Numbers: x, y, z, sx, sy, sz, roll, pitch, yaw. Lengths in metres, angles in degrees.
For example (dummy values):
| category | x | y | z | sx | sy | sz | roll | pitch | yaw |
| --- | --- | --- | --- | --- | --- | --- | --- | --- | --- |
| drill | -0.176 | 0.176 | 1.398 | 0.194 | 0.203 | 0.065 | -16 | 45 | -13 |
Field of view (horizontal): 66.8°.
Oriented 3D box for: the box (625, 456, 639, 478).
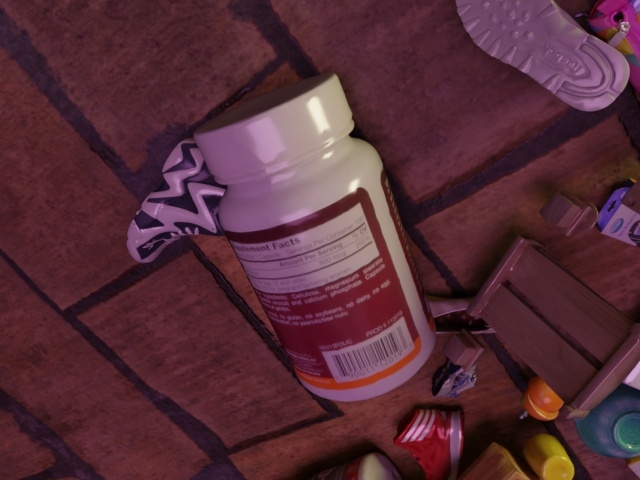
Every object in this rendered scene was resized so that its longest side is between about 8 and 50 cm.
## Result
| category | x | y | z | sx | sy | sz | roll | pitch | yaw |
| --- | --- | --- | --- | --- | --- | --- | --- | --- | --- |
| box | 0.638 | 0.370 | 0.841 | 0.105 | 0.043 | 0.179 | 45 | 119 | -13 |

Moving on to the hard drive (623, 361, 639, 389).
| category | x | y | z | sx | sy | sz | roll | pitch | yaw |
| --- | --- | --- | --- | --- | --- | --- | --- | --- | --- |
| hard drive | 0.591 | 0.106 | 0.679 | 0.203 | 0.040 | 0.308 | 22 | 109 | -1 |

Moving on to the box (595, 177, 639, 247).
| category | x | y | z | sx | sy | sz | roll | pitch | yaw |
| --- | --- | --- | --- | --- | --- | --- | --- | --- | --- |
| box | 0.454 | -0.030 | 0.671 | 0.136 | 0.028 | 0.081 | 22 | 119 | 1 |

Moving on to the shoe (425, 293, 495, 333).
| category | x | y | z | sx | sy | sz | roll | pitch | yaw |
| --- | --- | --- | --- | --- | --- | --- | --- | --- | --- |
| shoe | 0.243 | 0.123 | 0.773 | 0.219 | 0.058 | 0.077 | -2 | 117 | 12 |

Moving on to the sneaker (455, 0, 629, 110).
| category | x | y | z | sx | sy | sz | roll | pitch | yaw |
| --- | --- | --- | --- | --- | --- | --- | --- | --- | --- |
| sneaker | 0.250 | -0.239 | 0.570 | 0.235 | 0.095 | 0.090 | 49 | 122 | 6 |

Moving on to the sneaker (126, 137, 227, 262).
| category | x | y | z | sx | sy | sz | roll | pitch | yaw |
| --- | --- | --- | --- | --- | --- | --- | --- | --- | --- |
| sneaker | -0.192 | -0.025 | 0.754 | 0.153 | 0.094 | 0.235 | 36 | 108 | 0 |

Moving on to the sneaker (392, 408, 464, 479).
| category | x | y | z | sx | sy | sz | roll | pitch | yaw |
| --- | --- | --- | --- | --- | --- | --- | --- | --- | --- |
| sneaker | 0.204 | 0.410 | 0.931 | 0.128 | 0.087 | 0.221 | 6 | 107 | 17 |

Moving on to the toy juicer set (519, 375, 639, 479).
| category | x | y | z | sx | sy | sz | roll | pitch | yaw |
| --- | --- | --- | --- | --- | --- | --- | --- | --- | --- |
| toy juicer set | 0.485 | 0.262 | 0.800 | 0.329 | 0.089 | 0.209 | -16 | 93 | 5 |

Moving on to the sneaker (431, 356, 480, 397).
| category | x | y | z | sx | sy | sz | roll | pitch | yaw |
| --- | --- | --- | --- | --- | --- | --- | --- | --- | --- |
| sneaker | 0.245 | 0.224 | 0.838 | 0.058 | 0.052 | 0.135 | 17 | 127 | -10 |

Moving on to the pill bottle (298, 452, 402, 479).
| category | x | y | z | sx | sy | sz | roll | pitch | yaw |
| --- | --- | --- | --- | --- | --- | --- | --- | --- | --- |
| pill bottle | 0.023 | 0.552 | 0.983 | 0.283 | 0.161 | 0.161 | -32 | 108 | 23 |

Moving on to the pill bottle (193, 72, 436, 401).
| category | x | y | z | sx | sy | sz | roll | pitch | yaw |
| --- | --- | --- | --- | --- | --- | --- | --- | --- | --- |
| pill bottle | 0.000 | 0.000 | 0.658 | 0.224 | 0.224 | 0.392 | -15 | 114 | 17 |

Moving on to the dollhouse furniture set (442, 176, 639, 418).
| category | x | y | z | sx | sy | sz | roll | pitch | yaw |
| --- | --- | --- | --- | --- | --- | --- | --- | --- | --- |
| dollhouse furniture set | 0.379 | 0.117 | 0.602 | 0.173 | 0.303 | 0.355 | 13 | 117 | -32 |

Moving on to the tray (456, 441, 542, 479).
| category | x | y | z | sx | sy | sz | roll | pitch | yaw |
| --- | --- | --- | --- | --- | --- | --- | --- | --- | --- |
| tray | 0.249 | 0.561 | 0.876 | 0.203 | 0.076 | 0.411 | 35 | 99 | -25 |

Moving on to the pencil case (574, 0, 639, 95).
| category | x | y | z | sx | sy | sz | roll | pitch | yaw |
| --- | --- | --- | --- | --- | --- | --- | --- | --- | --- |
| pencil case | 0.399 | -0.199 | 0.551 | 0.236 | 0.104 | 0.104 | 44 | 116 | -13 |
